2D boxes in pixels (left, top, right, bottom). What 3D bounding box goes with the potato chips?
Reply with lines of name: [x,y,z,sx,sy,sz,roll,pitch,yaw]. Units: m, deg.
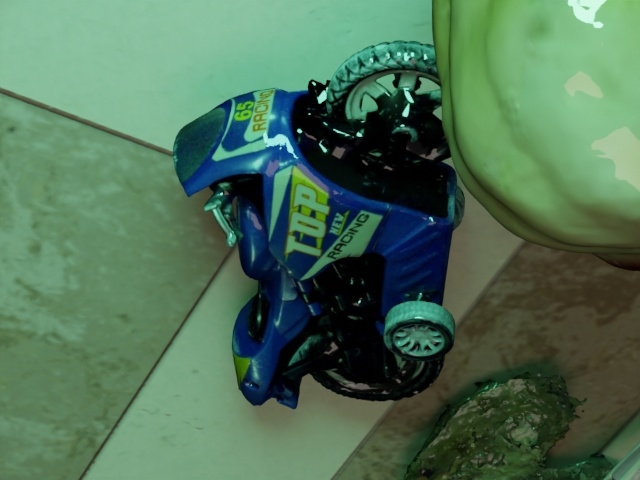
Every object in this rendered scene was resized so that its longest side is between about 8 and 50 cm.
potato chips: [0.150,0.178,1.138,0.202,0.029,0.220,-19,131,10]

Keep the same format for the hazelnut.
hazelnut: [0.168,-0.113,0.737,0.261,0.261,0.241,26,130,-26]

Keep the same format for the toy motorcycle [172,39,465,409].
toy motorcycle: [0.000,0.000,0.918,0.169,0.113,0.315,6,139,2]

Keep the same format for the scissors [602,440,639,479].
scissors: [0.227,0.158,1.104,0.176,0.022,0.085,-48,127,6]
